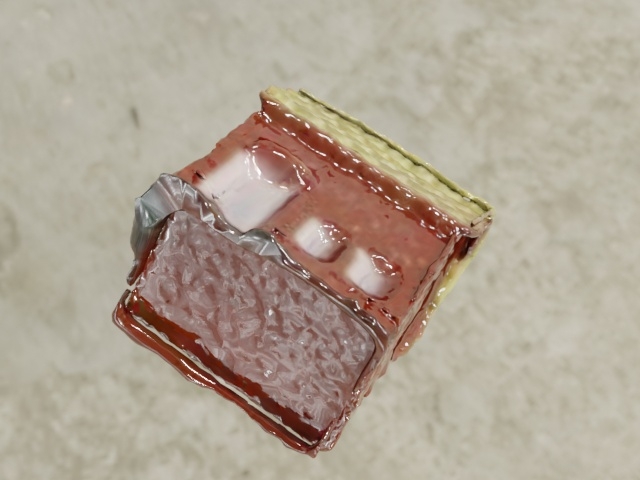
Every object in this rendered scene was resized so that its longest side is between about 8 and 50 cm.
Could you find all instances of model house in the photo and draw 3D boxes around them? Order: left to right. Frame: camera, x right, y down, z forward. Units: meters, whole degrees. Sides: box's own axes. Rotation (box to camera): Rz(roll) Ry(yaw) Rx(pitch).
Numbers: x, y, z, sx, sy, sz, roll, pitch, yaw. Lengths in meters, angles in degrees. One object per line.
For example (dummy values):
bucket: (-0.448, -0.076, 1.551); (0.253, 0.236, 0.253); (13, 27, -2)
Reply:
model house: (0.000, 0.000, 1.241); (0.196, 0.254, 0.160); (33, 128, 10)
